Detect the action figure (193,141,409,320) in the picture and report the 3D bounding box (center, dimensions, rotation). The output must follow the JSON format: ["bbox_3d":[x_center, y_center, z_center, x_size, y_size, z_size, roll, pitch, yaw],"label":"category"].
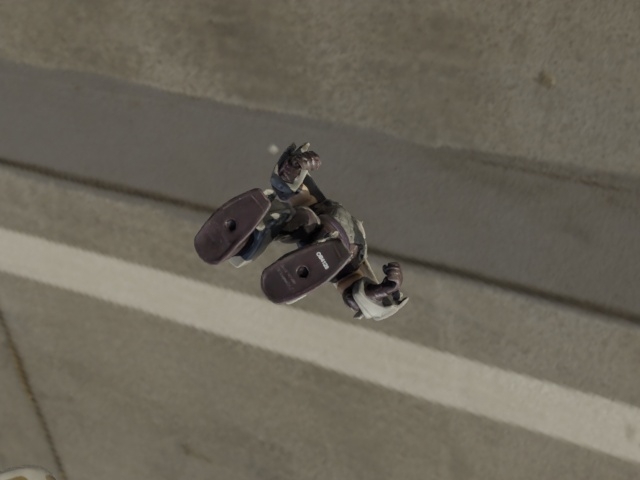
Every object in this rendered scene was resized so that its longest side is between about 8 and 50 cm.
[{"bbox_3d":[0.000,0.000,0.990,0.099,0.285,0.185,-45,82,14],"label":"action figure"}]

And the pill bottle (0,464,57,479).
[{"bbox_3d":[-0.187,0.244,0.733,0.169,0.094,0.094,51,146,29],"label":"pill bottle"}]
